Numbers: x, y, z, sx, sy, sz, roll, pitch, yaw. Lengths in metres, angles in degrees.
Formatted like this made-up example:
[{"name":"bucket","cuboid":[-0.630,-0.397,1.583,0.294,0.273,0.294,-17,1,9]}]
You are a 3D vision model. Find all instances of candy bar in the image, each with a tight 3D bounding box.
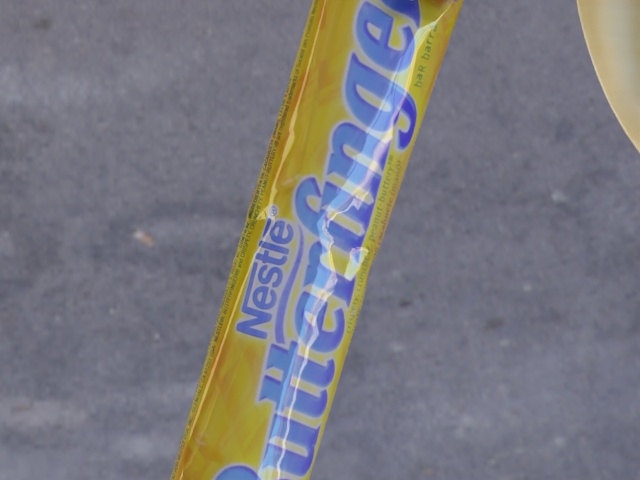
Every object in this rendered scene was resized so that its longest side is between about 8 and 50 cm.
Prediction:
[{"name":"candy bar","cuboid":[0.000,0.000,0.331,0.040,0.018,0.161,15,93,-32]}]

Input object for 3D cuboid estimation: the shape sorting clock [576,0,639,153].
[{"name":"shape sorting clock","cuboid":[0.168,-0.078,0.383,0.206,0.040,0.206,5,106,18]}]
